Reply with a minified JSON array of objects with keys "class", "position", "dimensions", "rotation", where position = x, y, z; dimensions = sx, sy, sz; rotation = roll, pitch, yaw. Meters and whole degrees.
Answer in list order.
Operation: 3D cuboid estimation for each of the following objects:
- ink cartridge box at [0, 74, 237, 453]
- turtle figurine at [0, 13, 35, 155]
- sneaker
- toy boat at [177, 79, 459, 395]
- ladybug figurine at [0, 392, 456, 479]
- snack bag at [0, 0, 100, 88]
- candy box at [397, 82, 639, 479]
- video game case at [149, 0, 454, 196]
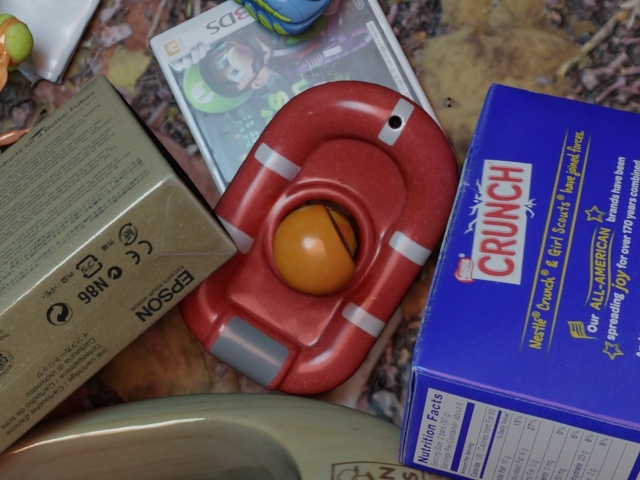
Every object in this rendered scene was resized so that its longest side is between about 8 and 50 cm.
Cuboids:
[{"class":"ink cartridge box","position":[-0.196,0.015,0.946],"dimensions":[0.234,0.088,0.193],"rotation":[-40,35,0]},{"class":"turtle figurine","position":[-0.302,-0.144,1.018],"dimensions":[0.217,0.087,0.270],"rotation":[7,107,17]},{"class":"sneaker","position":[-0.060,-0.231,1.020],"dimensions":[0.078,0.067,0.188],"rotation":[-43,71,-15]},{"class":"toy boat","position":[0.000,0.000,0.927],"dimensions":[0.151,0.151,0.231],"rotation":[32,94,-3]},{"class":"ladybug figurine","position":[-0.108,0.240,0.880],"dimensions":[0.449,0.305,0.162],"rotation":[-7,123,7]},{"class":"snack bag","position":[-0.272,-0.336,1.083],"dimensions":[0.323,0.037,0.343],"rotation":[27,86,9]},{"class":"candy box","position":[0.231,0.051,0.865],"dimensions":[0.317,0.122,0.268],"rotation":[15,49,7]},{"class":"video game case","position":[-0.016,-0.109,1.027],"dimensions":[0.173,0.022,0.190],"rotation":[-26,80,2]}]
